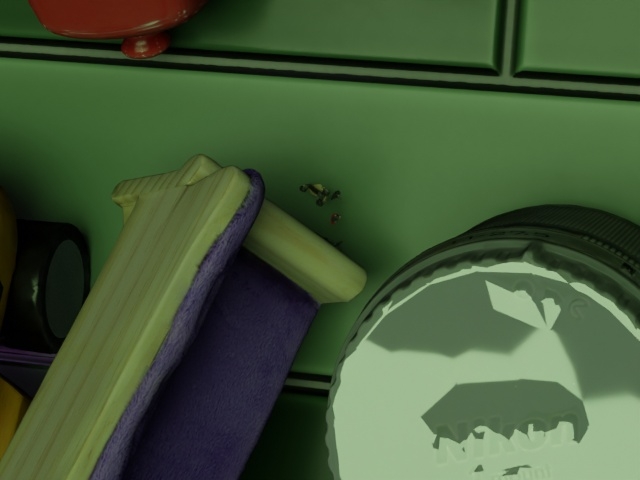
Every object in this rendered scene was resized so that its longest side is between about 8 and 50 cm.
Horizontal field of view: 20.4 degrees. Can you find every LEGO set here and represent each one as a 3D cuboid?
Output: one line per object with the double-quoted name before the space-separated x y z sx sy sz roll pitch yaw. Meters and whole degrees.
"LEGO set" 0.002 0.000 1.231 0.054 0.023 0.083 33 118 22

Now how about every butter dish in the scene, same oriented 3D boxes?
"butter dish" -0.128 -0.180 1.205 0.160 0.160 0.118 -3 118 15

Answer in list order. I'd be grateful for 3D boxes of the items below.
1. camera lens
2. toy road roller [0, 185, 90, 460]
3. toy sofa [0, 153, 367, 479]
"camera lens" 0.131 0.095 1.079 0.219 0.274 0.219 1 96 15
"toy road roller" -0.303 0.091 1.181 0.203 0.240 0.329 5 74 15
"toy sofa" -0.107 0.135 1.101 0.150 0.177 0.362 36 67 -26
